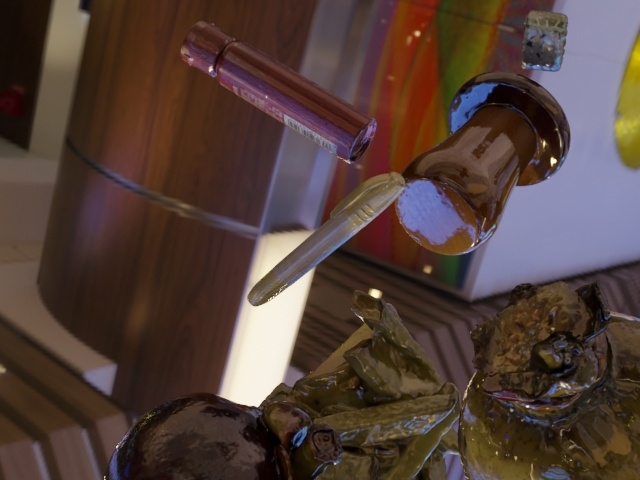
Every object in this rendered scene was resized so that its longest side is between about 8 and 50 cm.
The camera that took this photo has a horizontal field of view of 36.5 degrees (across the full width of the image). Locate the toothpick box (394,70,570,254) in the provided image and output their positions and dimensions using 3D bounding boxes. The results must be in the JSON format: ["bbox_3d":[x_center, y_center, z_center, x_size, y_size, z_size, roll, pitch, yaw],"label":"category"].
[{"bbox_3d":[0.234,-0.117,1.405,0.192,0.192,0.294,23,-132,26],"label":"toothpick box"}]

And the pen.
[{"bbox_3d":[0.000,0.000,1.064,0.040,0.233,0.032,37,-155,-30],"label":"pen"}]

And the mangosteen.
[{"bbox_3d":[-0.122,0.324,1.220,0.297,0.293,0.297,38,167,10],"label":"mangosteen"}]

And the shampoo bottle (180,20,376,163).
[{"bbox_3d":[-0.062,-0.224,1.452,0.314,0.076,0.118,32,-176,11],"label":"shampoo bottle"}]

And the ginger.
[{"bbox_3d":[0.104,0.299,1.643,0.358,0.211,0.413,-5,-120,-31],"label":"ginger"}]

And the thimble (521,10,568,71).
[{"bbox_3d":[0.333,-0.297,1.442,0.062,0.084,0.110,8,180,14],"label":"thimble"}]

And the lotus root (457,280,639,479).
[{"bbox_3d":[0.154,0.113,0.556,0.278,0.154,0.154,51,171,-37],"label":"lotus root"}]
